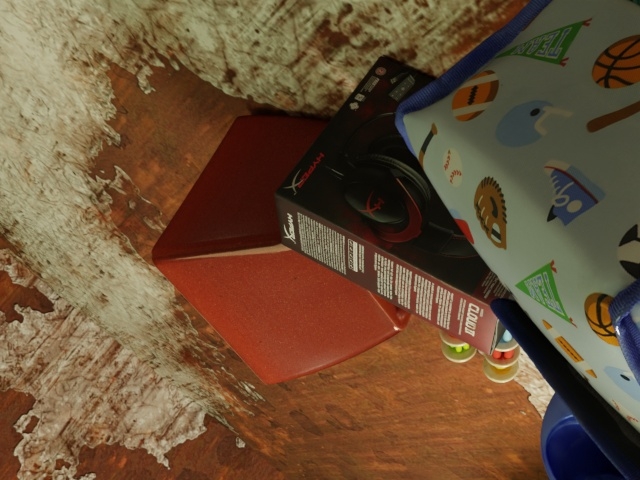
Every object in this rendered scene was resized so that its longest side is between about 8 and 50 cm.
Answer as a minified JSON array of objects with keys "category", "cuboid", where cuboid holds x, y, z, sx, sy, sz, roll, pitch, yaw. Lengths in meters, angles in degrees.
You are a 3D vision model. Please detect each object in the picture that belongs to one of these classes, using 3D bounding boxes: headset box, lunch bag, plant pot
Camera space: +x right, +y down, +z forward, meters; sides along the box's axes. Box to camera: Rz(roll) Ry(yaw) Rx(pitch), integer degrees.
[{"category":"headset box","cuboid":[0.133,-0.036,1.095,0.293,0.218,0.110,29,155,18]},{"category":"lunch bag","cuboid":[0.269,0.036,0.811,0.385,0.239,0.328,50,-177,-38]},{"category":"plant pot","cuboid":[0.000,0.000,1.319,0.236,0.267,0.267,-8,132,40]}]

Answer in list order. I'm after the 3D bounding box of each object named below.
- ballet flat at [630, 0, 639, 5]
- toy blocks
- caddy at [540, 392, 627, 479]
[{"category":"ballet flat","cuboid":[0.319,-0.132,0.865,0.203,0.074,0.074,42,156,1]},{"category":"toy blocks","cuboid":[0.226,0.132,1.473,0.123,0.054,0.148,25,153,22]},{"category":"caddy","cuboid":[0.430,0.257,1.214,0.341,0.241,0.179,15,155,37]}]
